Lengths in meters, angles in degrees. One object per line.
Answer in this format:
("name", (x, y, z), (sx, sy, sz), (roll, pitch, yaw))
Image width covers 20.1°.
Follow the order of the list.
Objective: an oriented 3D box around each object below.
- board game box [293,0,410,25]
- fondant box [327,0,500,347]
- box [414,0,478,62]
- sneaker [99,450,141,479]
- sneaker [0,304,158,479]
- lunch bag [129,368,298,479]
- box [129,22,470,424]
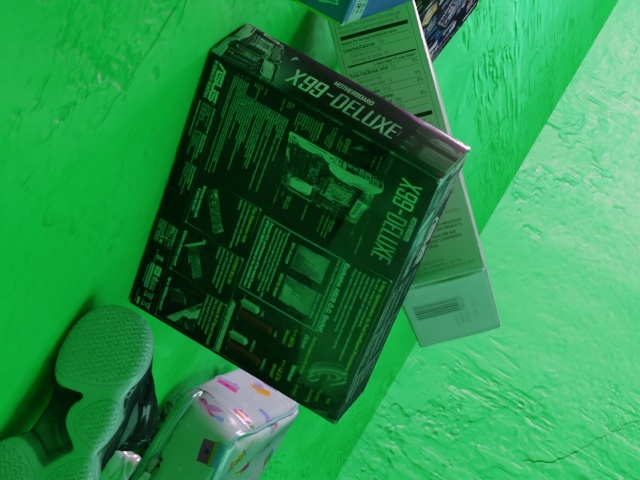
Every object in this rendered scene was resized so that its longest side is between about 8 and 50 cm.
("board game box", (-0.011, -0.249, 1.196), (0.078, 0.233, 0.347), (-65, 167, 21))
("fondant box", (0.096, -0.078, 1.865), (0.238, 0.096, 0.330), (62, 15, -71))
("box", (0.137, -0.287, 2.171), (0.220, 0.051, 0.175), (-53, 166, -32))
("sneaker", (-0.242, 0.244, 1.870), (0.152, 0.061, 0.054), (-45, -170, 45))
("sneaker", (-0.226, 0.196, 1.676), (0.269, 0.101, 0.153), (-61, 166, -11))
("lunch bag", (-0.146, 0.279, 2.203), (0.224, 0.108, 0.279), (-58, 168, 14))
("box", (-0.027, -0.011, 1.681), (0.076, 0.242, 0.307), (-44, 159, -53))
